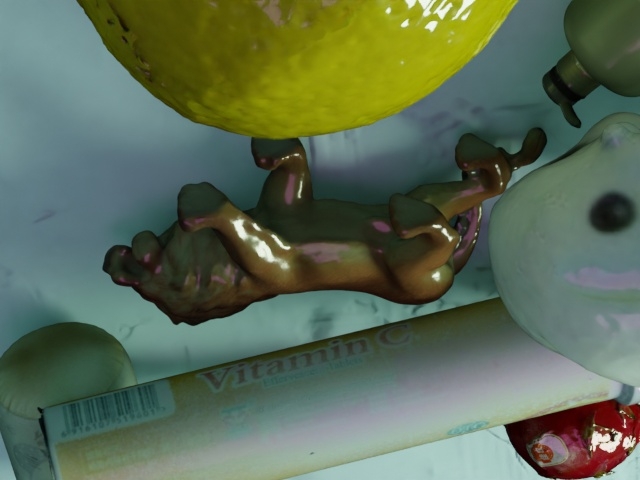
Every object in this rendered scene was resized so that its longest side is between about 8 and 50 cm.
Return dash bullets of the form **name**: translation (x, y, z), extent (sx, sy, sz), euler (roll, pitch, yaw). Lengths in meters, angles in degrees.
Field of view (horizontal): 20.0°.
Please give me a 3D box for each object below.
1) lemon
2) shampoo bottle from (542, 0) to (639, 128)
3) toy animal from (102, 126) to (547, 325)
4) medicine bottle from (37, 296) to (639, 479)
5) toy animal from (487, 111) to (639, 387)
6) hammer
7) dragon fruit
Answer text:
- **lemon**: translation (-0.011, -0.191, 0.997), extent (0.293, 0.293, 0.293), euler (0, 131, 0)
- **shampoo bottle**: translation (0.207, -0.142, 1.162), extent (0.079, 0.079, 0.162), euler (34, 124, -25)
- **toy animal**: translation (0.000, 0.000, 1.290), extent (0.312, 0.097, 0.158), euler (0, 143, -3)
- **medicine bottle**: translation (0.016, 0.112, 1.302), extent (0.426, 0.108, 0.108), euler (-13, 131, -6)
- **toy animal**: translation (0.252, 0.010, 1.188), extent (0.289, 0.249, 0.174), euler (18, 114, 1)
- **hammer**: translation (-0.088, 0.142, 1.399), extent (0.305, 0.113, 0.202), euler (-8, 133, 0)
- **dragon fruit**: translation (0.160, 0.131, 1.395), extent (0.190, 0.094, 0.094), euler (18, 129, -9)
